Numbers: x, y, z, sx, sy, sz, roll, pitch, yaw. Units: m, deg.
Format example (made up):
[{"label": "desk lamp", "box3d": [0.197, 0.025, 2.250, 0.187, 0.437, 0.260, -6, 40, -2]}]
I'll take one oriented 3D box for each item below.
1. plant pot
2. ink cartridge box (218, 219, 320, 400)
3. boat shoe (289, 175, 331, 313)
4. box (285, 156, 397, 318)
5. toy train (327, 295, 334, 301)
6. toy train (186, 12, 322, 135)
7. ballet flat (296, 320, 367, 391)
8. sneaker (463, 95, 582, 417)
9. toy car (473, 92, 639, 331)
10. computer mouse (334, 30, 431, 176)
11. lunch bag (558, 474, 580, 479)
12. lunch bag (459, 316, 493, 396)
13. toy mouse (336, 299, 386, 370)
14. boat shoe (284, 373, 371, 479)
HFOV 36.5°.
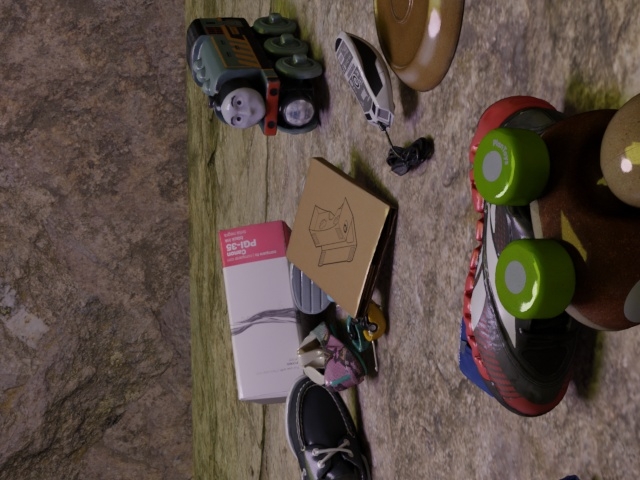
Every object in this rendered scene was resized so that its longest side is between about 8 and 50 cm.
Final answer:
[{"label": "plant pot", "box3d": [0.104, -0.290, 1.122, 0.236, 0.032, 0.236, 177, 90, -75]}, {"label": "ink cartridge box", "box3d": [-0.079, 0.129, 1.631, 0.207, 0.117, 0.283, 56, -155, -76]}, {"label": "boat shoe", "box3d": [0.000, 0.000, 1.526, 0.076, 0.083, 0.226, -85, 3, -79]}, {"label": "box", "box3d": [0.024, -0.009, 1.357, 0.201, 0.021, 0.164, 39, 120, 51]}, {"label": "toy train", "box3d": [0.036, 0.008, 1.438, 0.125, 0.046, 0.166, 48, 137, 23]}, {"label": "toy train", "box3d": [-0.115, -0.279, 1.627, 0.334, 0.190, 0.142, -115, 25, -53]}, {"label": "ballet flat", "box3d": [0.008, 0.176, 1.469, 0.221, 0.079, 0.076, -140, 27, -75]}, {"label": "sneaker", "box3d": [0.180, 0.020, 0.796, 0.135, 0.098, 0.276, -151, 60, -75]}, {"label": "toy car", "box3d": [0.215, -0.034, 0.595, 0.188, 0.155, 0.148, -36, 58, 58]}, {"label": "computer mouse", "box3d": [0.075, -0.173, 1.183, 0.193, 0.042, 0.106, 65, 168, 5]}, {"label": "lunch bag", "box3d": [0.210, 0.386, 0.794, 0.293, 0.138, 0.221, 56, 149, 38]}, {"label": "lunch bag", "box3d": [0.171, 0.108, 0.919, 0.098, 0.065, 0.067, -148, 55, -72]}, {"label": "toy mouse", "box3d": [0.058, 0.097, 1.384, 0.143, 0.031, 0.161, 176, 85, -74]}, {"label": "boat shoe", "box3d": [0.024, 0.347, 1.456, 0.091, 0.114, 0.302, 163, 91, -75]}]
